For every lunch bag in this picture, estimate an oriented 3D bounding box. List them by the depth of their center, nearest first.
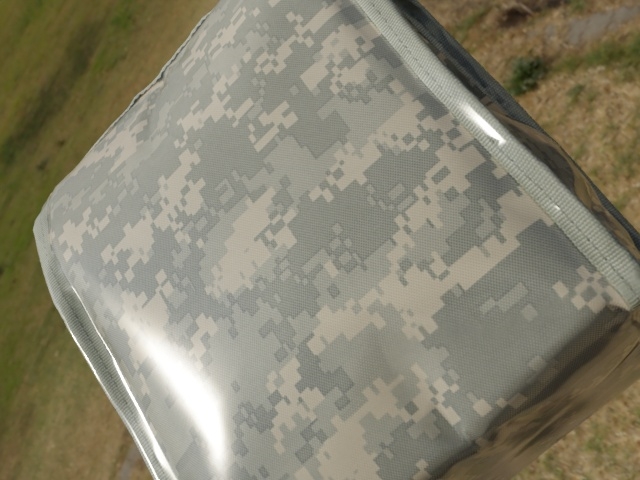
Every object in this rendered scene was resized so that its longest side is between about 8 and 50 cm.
[{"bbox_3d":[0.000,0.000,0.456,0.235,0.169,0.287,-45,63,18],"label":"lunch bag"}]
